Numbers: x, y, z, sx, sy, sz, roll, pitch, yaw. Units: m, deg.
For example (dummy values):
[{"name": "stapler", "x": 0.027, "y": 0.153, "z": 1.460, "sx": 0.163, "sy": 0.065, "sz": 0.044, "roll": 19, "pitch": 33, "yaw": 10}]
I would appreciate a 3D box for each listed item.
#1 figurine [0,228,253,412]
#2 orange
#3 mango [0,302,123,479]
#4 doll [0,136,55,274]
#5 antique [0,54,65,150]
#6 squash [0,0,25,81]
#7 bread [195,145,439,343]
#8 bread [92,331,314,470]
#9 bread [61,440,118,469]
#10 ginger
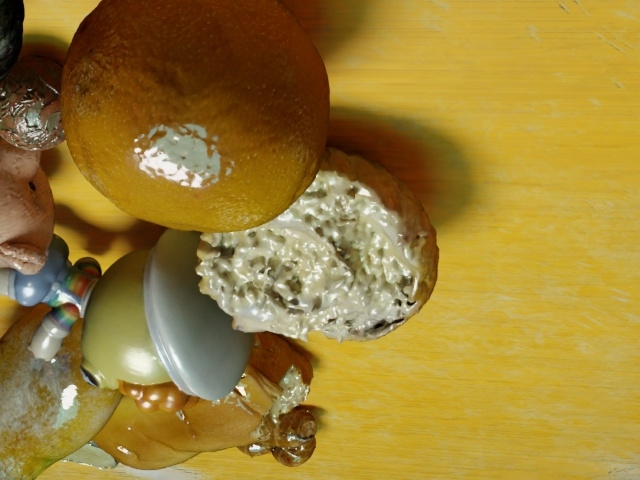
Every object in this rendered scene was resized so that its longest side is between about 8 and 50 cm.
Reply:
[{"name": "figurine", "x": -0.268, "y": 0.077, "z": 1.532, "sx": 0.381, "sy": 0.224, "sz": 0.205, "roll": 8, "pitch": 141, "yaw": -3}, {"name": "orange", "x": -0.112, "y": -0.123, "z": 1.179, "sx": 0.264, "sy": 0.264, "sz": 0.264, "roll": 7, "pitch": 147, "yaw": 4}, {"name": "mango", "x": -0.384, "y": 0.216, "z": 1.772, "sx": 0.193, "sy": 0.146, "sz": 0.316, "roll": 39, "pitch": 111, "yaw": 13}, {"name": "doll", "x": -0.411, "y": -0.095, "z": 1.413, "sx": 0.156, "sy": 0.201, "sz": 0.303, "roll": -45, "pitch": 123, "yaw": 3}, {"name": "antique", "x": -0.299, "y": -0.144, "z": 1.324, "sx": 0.104, "sy": 0.104, "sz": 0.104, "roll": 7, "pitch": 147, "yaw": 4}, {"name": "squash", "x": -0.369, "y": -0.215, "z": 1.188, "sx": 0.193, "sy": 0.156, "sz": 0.193, "roll": 25, "pitch": 155, "yaw": 13}, {"name": "bread", "x": 0.000, "y": 0.000, "z": 1.409, "sx": 0.274, "sy": 0.149, "sz": 0.274, "roll": 3, "pitch": 135, "yaw": 3}, {"name": "bread", "x": -0.185, "y": 0.232, "z": 1.828, "sx": 0.344, "sy": 0.149, "sz": 0.195, "roll": -19, "pitch": 138, "yaw": 36}, {"name": "bread", "x": -0.440, "y": 0.318, "z": 2.104, "sx": 0.172, "sy": 0.064, "sz": 0.232, "roll": -18, "pitch": 137, "yaw": 36}, {"name": "ginger", "x": -0.077, "y": 0.302, "z": 1.985, "sx": 0.162, "sy": 0.073, "sz": 0.103, "roll": 6, "pitch": 134, "yaw": 17}]
